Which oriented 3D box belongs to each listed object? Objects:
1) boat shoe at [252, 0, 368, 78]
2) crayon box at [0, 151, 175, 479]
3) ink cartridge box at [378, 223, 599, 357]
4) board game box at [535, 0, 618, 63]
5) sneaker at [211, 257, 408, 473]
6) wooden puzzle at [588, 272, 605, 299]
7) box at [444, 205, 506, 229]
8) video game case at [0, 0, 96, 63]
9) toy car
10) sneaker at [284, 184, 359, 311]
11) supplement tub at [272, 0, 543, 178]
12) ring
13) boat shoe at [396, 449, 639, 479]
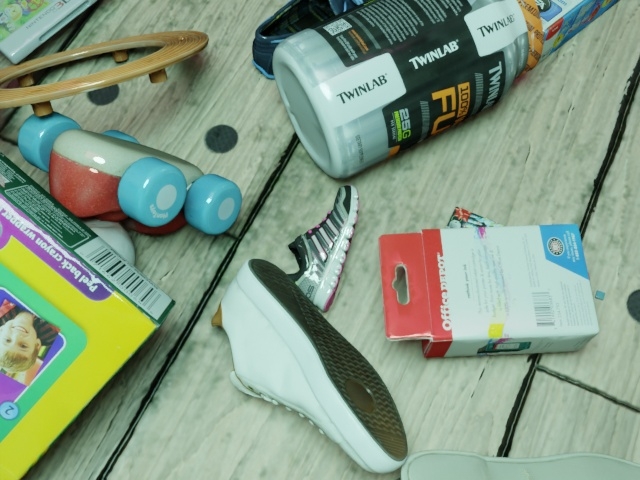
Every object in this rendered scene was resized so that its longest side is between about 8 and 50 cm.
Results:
[{"bbox_3d":[0.012,-0.333,1.019,0.109,0.089,0.258,38,72,18],"label":"boat shoe"},{"bbox_3d":[-0.392,0.070,0.709,0.363,0.106,0.313,42,97,-7],"label":"crayon box"},{"bbox_3d":[0.183,0.059,0.804,0.231,0.078,0.134,-2,66,0],"label":"ink cartridge box"},{"bbox_3d":[0.320,-0.455,1.064,0.302,0.086,0.308,-37,69,-14],"label":"board game box"},{"bbox_3d":[-0.021,0.159,0.787,0.123,0.106,0.290,-52,58,18],"label":"sneaker"},{"bbox_3d":[0.311,0.063,0.867,0.083,0.006,0.049,-1,65,2],"label":"wooden puzzle"},{"bbox_3d":[0.186,0.033,0.875,0.094,0.027,0.137,23,68,13],"label":"box"},{"bbox_3d":[-0.449,-0.385,1.039,0.212,0.023,0.193,40,73,14],"label":"video game case"},{"bbox_3d":[-0.259,-0.005,0.857,0.219,0.210,0.238,25,97,27],"label":"toy car"},{"bbox_3d":[0.000,0.000,0.878,0.075,0.063,0.170,16,72,3],"label":"sneaker"},{"bbox_3d":[0.114,-0.227,0.909,0.316,0.193,0.193,-28,67,-9],"label":"supplement tub"},{"bbox_3d":[-0.309,-0.220,0.917,0.337,0.032,0.336,-9,27,4],"label":"ring"},{"bbox_3d":[0.240,0.289,0.731,0.335,0.095,0.112,6,30,2],"label":"boat shoe"}]
